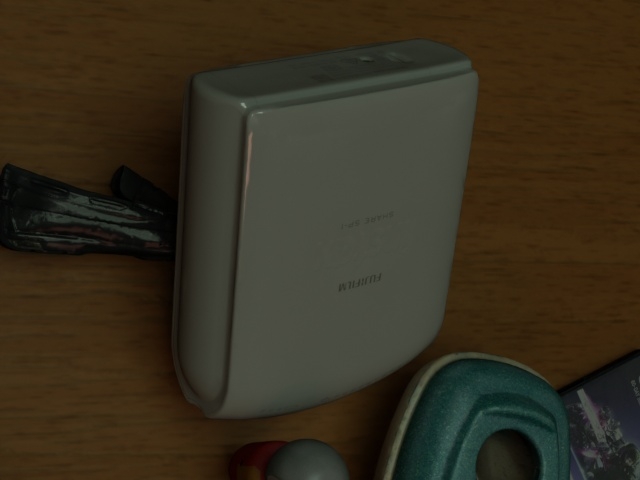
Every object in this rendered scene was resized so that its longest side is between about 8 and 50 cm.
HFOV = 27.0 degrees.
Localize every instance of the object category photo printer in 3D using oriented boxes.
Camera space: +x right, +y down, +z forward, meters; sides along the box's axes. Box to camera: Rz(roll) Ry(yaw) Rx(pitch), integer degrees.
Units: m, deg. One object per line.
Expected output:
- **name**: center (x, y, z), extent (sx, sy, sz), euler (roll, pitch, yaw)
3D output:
- **photo printer**: center (0.000, 0.000, 1.104), extent (0.256, 0.107, 0.307), euler (-14, 122, -36)

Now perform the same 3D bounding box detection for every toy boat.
- **toy boat**: center (0.083, 0.218, 1.130), extent (0.318, 0.148, 0.267), euler (12, 80, -25)

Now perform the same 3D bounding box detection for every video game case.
- **video game case**: center (0.247, 0.247, 1.298), extent (0.274, 0.026, 0.196), euler (-23, 94, -25)

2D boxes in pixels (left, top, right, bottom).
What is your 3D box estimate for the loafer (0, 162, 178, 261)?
- **loafer**: center (-0.160, -0.024, 1.118), extent (0.223, 0.076, 0.078), euler (4, 92, -20)
